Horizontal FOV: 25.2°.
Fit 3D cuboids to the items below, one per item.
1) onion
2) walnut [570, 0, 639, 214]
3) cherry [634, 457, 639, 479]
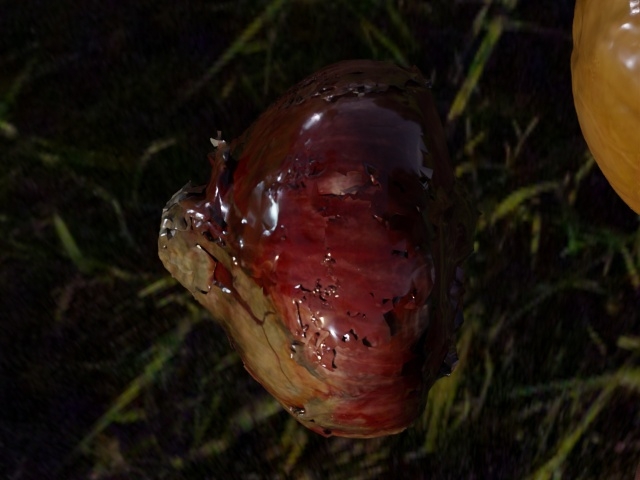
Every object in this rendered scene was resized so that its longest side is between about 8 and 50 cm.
[{"bbox_3d":[0.000,0.000,0.668,0.147,0.184,0.184,7,68,3],"label":"onion"},{"bbox_3d":[0.150,-0.069,0.458,0.144,0.144,0.180,-2,47,4],"label":"walnut"},{"bbox_3d":[0.258,0.156,0.701,0.213,0.285,0.236,35,106,40],"label":"cherry"}]
